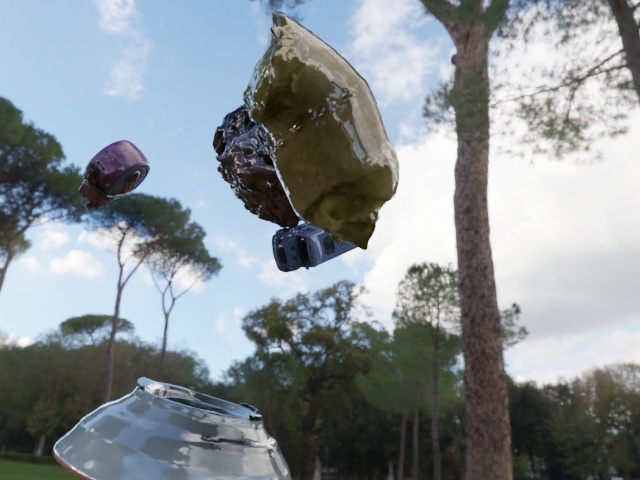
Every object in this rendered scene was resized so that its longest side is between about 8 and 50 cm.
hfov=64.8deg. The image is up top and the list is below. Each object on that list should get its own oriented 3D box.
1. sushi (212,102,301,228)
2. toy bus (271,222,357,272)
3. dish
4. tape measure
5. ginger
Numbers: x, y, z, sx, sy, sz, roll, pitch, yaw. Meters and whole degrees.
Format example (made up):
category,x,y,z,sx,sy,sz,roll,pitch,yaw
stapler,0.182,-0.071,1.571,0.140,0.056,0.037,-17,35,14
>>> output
category,x,y,z,sx,sy,sz,roll,pitch,yaw
sushi,-0.042,-0.168,0.853,0.236,0.270,0.171,17,-26,35
toy bus,0.000,0.000,0.872,0.167,0.073,0.076,-23,22,-33
dish,-0.141,0.211,0.554,0.260,0.085,0.260,14,-14,3
tape measure,-0.379,-0.125,0.925,0.074,0.125,0.118,47,-43,0
ginger,0.001,-0.118,0.562,0.138,0.267,0.152,-27,5,43
